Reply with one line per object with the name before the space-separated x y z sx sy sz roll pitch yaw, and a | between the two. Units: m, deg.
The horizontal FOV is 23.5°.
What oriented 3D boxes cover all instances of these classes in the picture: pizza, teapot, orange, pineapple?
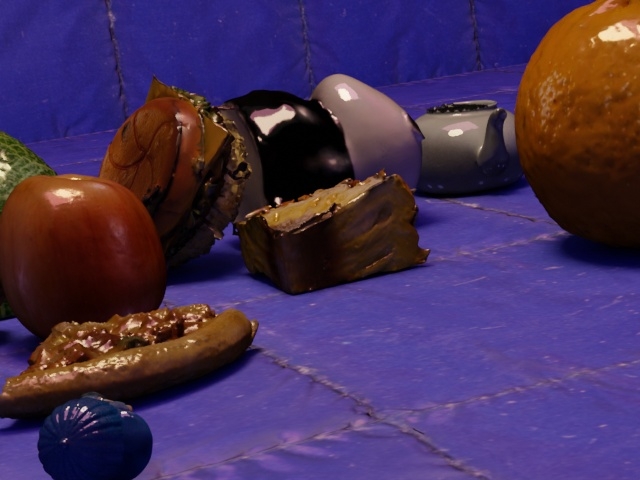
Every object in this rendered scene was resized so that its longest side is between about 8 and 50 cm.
pizza | -0.192 0.104 1.439 0.292 0.058 0.197 -15 12 -35
teapot | 0.212 -0.141 2.266 0.193 0.129 0.294 -9 11 -15
orange | 0.385 -0.145 1.744 0.340 0.293 0.340 -6 12 1
pineapple | 0.000 0.000 1.789 0.236 0.114 0.186 -14 9 19

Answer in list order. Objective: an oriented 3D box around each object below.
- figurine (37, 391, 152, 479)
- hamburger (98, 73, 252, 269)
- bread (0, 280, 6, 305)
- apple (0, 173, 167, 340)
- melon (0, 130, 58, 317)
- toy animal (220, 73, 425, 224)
figurine | -0.181 0.144 1.188 0.077 0.079 0.136 -50 22 -1
hamburger | -0.177 -0.070 1.912 0.138 0.243 0.262 22 15 -36
bread | -0.370 0.069 1.663 0.110 0.024 0.110 -47 -8 -9
apple | -0.255 0.015 1.618 0.199 0.199 0.199 -7 11 1
melon | -0.458 -0.011 1.856 0.343 0.226 0.331 -4 51 19
toy animal | -0.003 -0.111 2.030 0.266 0.213 0.212 -14 13 -32
